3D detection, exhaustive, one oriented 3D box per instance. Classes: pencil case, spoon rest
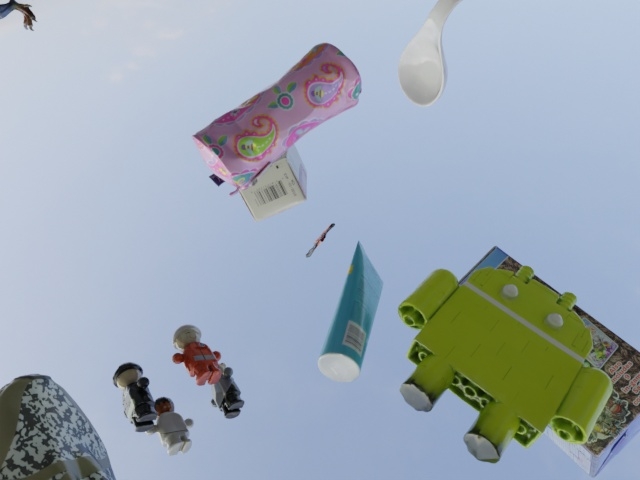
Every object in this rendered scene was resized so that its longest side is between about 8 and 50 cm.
[{"bbox_3d":[-0.067,-0.196,0.923,0.284,0.124,0.124,-40,-135,-10],"label":"pencil case"},{"bbox_3d":[0.240,-0.409,1.207,0.084,0.276,0.137,-19,-122,-36],"label":"spoon rest"}]

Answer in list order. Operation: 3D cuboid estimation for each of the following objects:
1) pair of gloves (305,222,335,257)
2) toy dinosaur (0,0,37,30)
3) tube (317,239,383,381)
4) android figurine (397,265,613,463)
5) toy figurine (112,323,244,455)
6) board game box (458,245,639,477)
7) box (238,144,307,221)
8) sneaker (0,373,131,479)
[{"bbox_3d":[0.000,0.000,1.198,0.010,0.074,0.083,39,-137,-4],"label":"pair of gloves"},{"bbox_3d":[-0.221,-0.146,0.357,0.090,0.047,0.082,48,-140,17],"label":"toy dinosaur"},{"bbox_3d":[0.048,0.091,0.760,0.052,0.080,0.207,-12,-149,27],"label":"tube"},{"bbox_3d":[0.219,0.126,0.686,0.248,0.056,0.273,37,-129,22],"label":"android figurine"},{"bbox_3d":[-0.279,0.296,1.145,0.213,0.209,0.148,-36,-133,-9],"label":"toy figurine"},{"bbox_3d":[0.341,0.186,0.873,0.141,0.232,0.291,-44,-125,-4],"label":"board game box"},{"bbox_3d":[-0.124,-0.168,1.508,0.148,0.127,0.232,-23,-158,9],"label":"box"},{"bbox_3d":[-0.156,0.276,0.492,0.182,0.158,0.410,-38,-111,11],"label":"sneaker"}]
